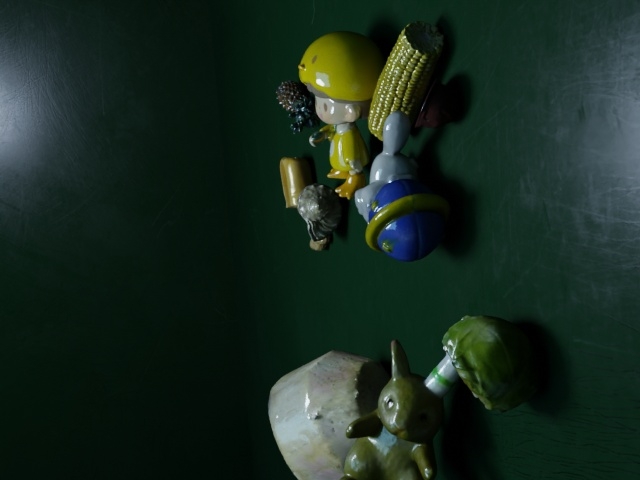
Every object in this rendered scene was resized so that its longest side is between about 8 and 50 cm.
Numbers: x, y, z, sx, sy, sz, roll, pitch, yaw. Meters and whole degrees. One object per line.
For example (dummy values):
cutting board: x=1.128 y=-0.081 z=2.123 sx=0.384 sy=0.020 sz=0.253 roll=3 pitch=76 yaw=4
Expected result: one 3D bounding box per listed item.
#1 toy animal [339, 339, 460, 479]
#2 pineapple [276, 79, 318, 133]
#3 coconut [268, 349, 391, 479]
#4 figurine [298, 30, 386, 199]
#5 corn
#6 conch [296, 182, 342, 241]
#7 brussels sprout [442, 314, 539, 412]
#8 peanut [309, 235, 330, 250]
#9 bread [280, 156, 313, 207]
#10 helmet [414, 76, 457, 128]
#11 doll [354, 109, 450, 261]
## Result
toy animal: x=0.157 y=0.350 z=1.165 sx=0.180 sy=0.181 sz=0.362 roll=-44 pitch=-30 yaw=-56
pineapple: x=-0.074 y=-0.398 z=1.777 sx=0.083 sy=0.103 sz=0.221 roll=52 pitch=-174 yaw=-43
coconut: x=0.029 y=0.452 z=1.490 sx=0.353 sy=0.353 sz=0.352 roll=171 pitch=90 yaw=-72
figurine: x=0.051 y=-0.279 z=1.330 sx=0.215 sy=0.187 sz=0.343 roll=43 pitch=145 yaw=49
corn: x=0.153 y=-0.289 z=1.142 sx=0.244 sy=0.094 sz=0.093 roll=107 pitch=149 yaw=-52
conch: x=-0.007 y=-0.073 z=1.663 sx=0.207 sy=0.130 sz=0.155 roll=112 pitch=180 yaw=-87
brussels sprout: x=0.274 y=0.184 z=0.961 sx=0.151 sy=0.122 sz=0.149 roll=51 pitch=-167 yaw=-39
peanut: x=0.000 y=0.000 z=1.808 sx=0.113 sy=0.054 sz=0.053 roll=125 pitch=133 yaw=-65
bread: x=-0.067 y=-0.176 z=1.868 sx=0.134 sy=0.085 sz=0.173 roll=-173 pitch=73 yaw=-75
helmet: x=0.208 y=-0.230 z=1.062 sx=0.111 sy=0.057 sz=0.089 roll=76 pitch=-142 yaw=-82
doll: x=0.138 y=-0.056 z=1.183 sx=0.242 sy=0.160 sz=0.311 roll=61 pitch=171 yaw=21
